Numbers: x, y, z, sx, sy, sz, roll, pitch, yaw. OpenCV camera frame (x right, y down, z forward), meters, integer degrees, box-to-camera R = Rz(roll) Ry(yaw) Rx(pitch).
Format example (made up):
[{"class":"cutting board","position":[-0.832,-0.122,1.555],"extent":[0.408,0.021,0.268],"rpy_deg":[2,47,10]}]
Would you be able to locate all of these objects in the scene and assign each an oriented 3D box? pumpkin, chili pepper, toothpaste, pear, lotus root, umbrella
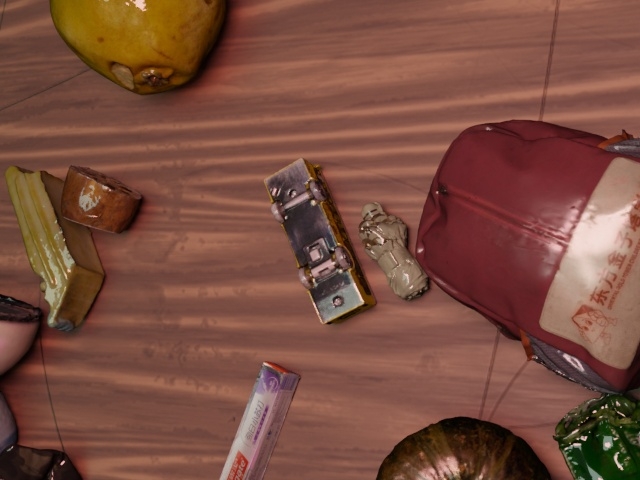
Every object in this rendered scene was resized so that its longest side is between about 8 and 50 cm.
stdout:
[{"class":"pumpkin","position":[0.171,0.319,1.061],"extent":[0.223,0.157,0.224],"rpy_deg":[-3,74,9]},{"class":"chili pepper","position":[0.346,0.281,1.039],"extent":[0.108,0.062,0.216],"rpy_deg":[-21,74,27]},{"class":"toothpaste","position":[-0.087,0.269,1.253],"extent":[0.047,0.040,0.196],"rpy_deg":[21,92,28]},{"class":"pear","position":[-0.270,-0.374,1.325],"extent":[0.269,0.269,0.321],"rpy_deg":[-29,70,18]},{"class":"lotus root","position":[-0.334,-0.059,1.376],"extent":[0.112,0.122,0.081],"rpy_deg":[20,93,18]},{"class":"umbrella","position":[0.095,0.012,1.199],"extent":[0.067,0.062,0.144],"rpy_deg":[-24,72,-10]}]

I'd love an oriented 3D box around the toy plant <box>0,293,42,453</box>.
[{"class":"toy plant","position":[-0.581,0.243,1.395],"extent":[0.247,0.247,0.333],"rpy_deg":[13,91,26]}]

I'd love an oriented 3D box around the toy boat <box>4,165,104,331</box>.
[{"class":"toy boat","position":[-0.410,0.001,1.408],"extent":[0.084,0.111,0.276],"rpy_deg":[-25,71,14]}]

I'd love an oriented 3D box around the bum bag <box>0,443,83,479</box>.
[{"class":"bum bag","position":[-0.525,0.411,1.358],"extent":[0.340,0.144,0.095],"rpy_deg":[-34,38,7]}]

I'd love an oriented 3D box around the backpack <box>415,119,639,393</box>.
[{"class":"backpack","position":[0.268,-0.003,1.047],"extent":[0.317,0.197,0.284],"rpy_deg":[25,94,31]}]

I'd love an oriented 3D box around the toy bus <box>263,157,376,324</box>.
[{"class":"toy bus","position":[0.000,0.000,1.237],"extent":[0.081,0.074,0.226],"rpy_deg":[-30,71,19]}]
